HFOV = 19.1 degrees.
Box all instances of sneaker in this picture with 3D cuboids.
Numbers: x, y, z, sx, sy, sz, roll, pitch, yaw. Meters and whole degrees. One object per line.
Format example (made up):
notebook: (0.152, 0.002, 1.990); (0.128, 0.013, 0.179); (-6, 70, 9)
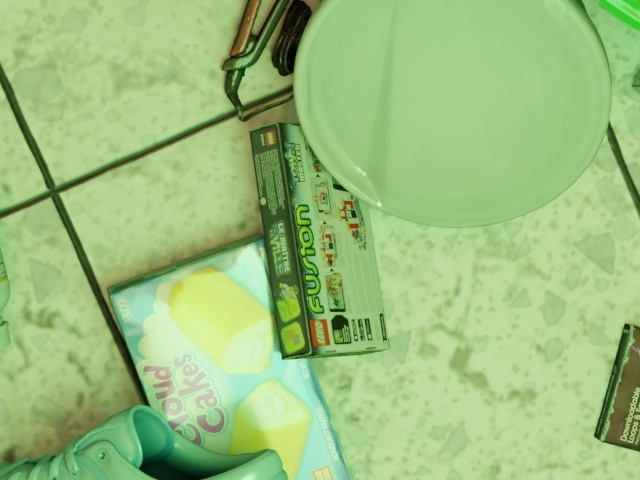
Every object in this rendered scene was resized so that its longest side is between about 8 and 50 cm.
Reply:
sneaker: (-0.186, 0.205, 1.636); (0.365, 0.135, 0.150); (5, 103, 17)

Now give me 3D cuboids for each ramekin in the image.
ramekin: (0.117, -0.155, 1.658); (0.272, 0.127, 0.273); (4, 124, 5)

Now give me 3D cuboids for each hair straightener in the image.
hair straightener: (-0.024, -0.213, 1.721); (0.089, 0.047, 0.230); (19, 91, -8)

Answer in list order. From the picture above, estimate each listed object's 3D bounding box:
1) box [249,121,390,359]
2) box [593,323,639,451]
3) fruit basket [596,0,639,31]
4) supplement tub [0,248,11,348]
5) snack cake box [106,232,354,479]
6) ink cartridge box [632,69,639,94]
box: (0.000, 0.000, 1.691); (0.114, 0.036, 0.207); (1, 79, -49)
box: (0.352, 0.154, 1.806); (0.162, 0.029, 0.116); (16, 91, -10)
fruit basket: (0.318, -0.293, 1.629); (0.327, 0.353, 0.165); (33, 127, -8)
supplement tub: (-0.351, 0.008, 1.642); (0.144, 0.144, 0.200); (-13, 96, -7)
snack cake box: (-0.079, 0.142, 1.716); (0.152, 0.089, 0.264); (-21, 96, -7)
ink cartridge box: (0.400, -0.135, 1.771); (0.175, 0.072, 0.127); (40, 88, -9)
